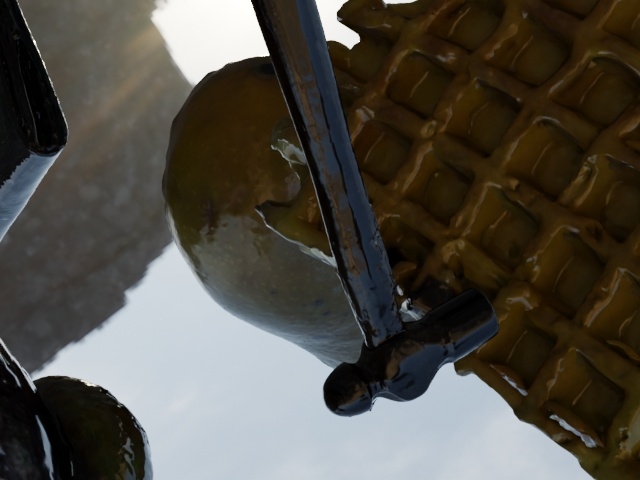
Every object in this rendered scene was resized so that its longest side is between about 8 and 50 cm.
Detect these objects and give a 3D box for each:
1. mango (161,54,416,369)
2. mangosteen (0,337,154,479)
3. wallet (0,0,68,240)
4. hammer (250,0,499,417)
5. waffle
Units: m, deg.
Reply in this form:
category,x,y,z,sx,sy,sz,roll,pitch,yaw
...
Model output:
category,x,y,z,sx,sy,sz,roll,pitch,yaw
mango,0.006,-0.004,0.973,0.176,0.329,0.176,-26,-137,26
mangosteen,-0.140,0.109,0.403,0.250,0.211,0.211,3,177,-37
wallet,-0.271,-0.085,0.951,0.045,0.172,0.318,-18,172,-31
hammer,0.006,-0.030,0.391,0.065,0.178,0.021,-25,-159,-16
waffle,0.099,-0.026,0.593,0.283,0.065,0.309,-15,-114,25
